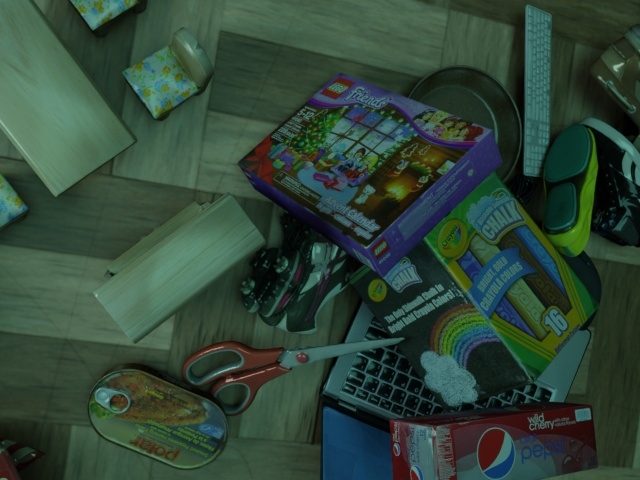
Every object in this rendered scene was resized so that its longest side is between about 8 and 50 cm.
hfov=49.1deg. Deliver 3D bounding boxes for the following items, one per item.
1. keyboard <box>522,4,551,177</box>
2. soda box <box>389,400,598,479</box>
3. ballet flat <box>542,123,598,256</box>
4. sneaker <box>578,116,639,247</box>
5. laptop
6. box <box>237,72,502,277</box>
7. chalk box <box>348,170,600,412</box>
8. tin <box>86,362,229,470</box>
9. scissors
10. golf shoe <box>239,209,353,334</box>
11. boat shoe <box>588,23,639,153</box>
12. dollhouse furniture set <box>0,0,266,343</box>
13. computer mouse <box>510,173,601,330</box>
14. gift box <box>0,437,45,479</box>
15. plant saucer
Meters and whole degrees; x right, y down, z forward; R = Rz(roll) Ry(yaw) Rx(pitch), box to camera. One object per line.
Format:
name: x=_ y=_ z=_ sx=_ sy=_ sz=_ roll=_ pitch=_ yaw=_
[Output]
keyboard: x=0.332 y=-0.226 z=1.072 sx=0.072 sy=0.014 sz=0.256 roll=0 pitch=91 yaw=-48
soda box: x=0.219 y=0.255 z=0.875 sx=0.263 sy=0.092 sz=0.084 roll=2 pitch=81 yaw=-28
ballet flat: x=0.370 y=-0.070 z=1.030 sx=0.077 sy=0.077 sz=0.231 roll=47 pitch=46 yaw=-29
sneaker: x=0.451 y=-0.078 z=1.093 sx=0.121 sy=0.079 sz=0.217 roll=-44 pitch=95 yaw=-1
laptop: x=0.215 y=0.251 z=0.951 sx=0.382 sy=0.236 sz=0.408 roll=26 pitch=84 yaw=-15
box: x=0.048 y=-0.098 z=0.876 sx=0.201 sy=0.293 sz=0.057 roll=-43 pitch=132 yaw=-12
chalk box: x=0.176 y=0.042 z=0.916 sx=0.179 sy=0.180 sz=0.289 roll=-32 pitch=85 yaw=-36
tin: x=-0.212 y=0.233 z=0.924 sx=0.189 sy=0.040 sz=0.106 roll=28 pitch=90 yaw=-12
scissors: x=-0.044 y=0.148 z=0.917 sx=0.297 sy=0.021 sz=0.109 roll=-26 pitch=105 yaw=18
golf shoe: x=0.000 y=0.000 z=0.971 sx=0.120 sy=0.105 sz=0.273 roll=37 pitch=82 yaw=-35
boat shoe: x=0.528 y=-0.183 z=1.106 sx=0.116 sy=0.123 sz=0.324 roll=-32 pitch=111 yaw=21
dollhouse furniture set: x=-0.268 y=-0.103 z=0.798 sx=0.362 sy=0.256 sz=0.394 roll=-38 pitch=101 yaw=-12
computer mouse: x=0.345 y=0.035 z=1.027 sx=0.184 sy=0.060 sz=0.262 roll=-40 pitch=104 yaw=-49
gift box: x=-0.409 y=0.362 z=0.775 sx=0.276 sy=0.258 sz=0.255 roll=-19 pitch=94 yaw=-34
plant saucer: x=0.205 y=-0.158 z=1.043 sx=0.198 sy=0.036 sz=0.199 roll=0 pitch=90 yaw=-16
